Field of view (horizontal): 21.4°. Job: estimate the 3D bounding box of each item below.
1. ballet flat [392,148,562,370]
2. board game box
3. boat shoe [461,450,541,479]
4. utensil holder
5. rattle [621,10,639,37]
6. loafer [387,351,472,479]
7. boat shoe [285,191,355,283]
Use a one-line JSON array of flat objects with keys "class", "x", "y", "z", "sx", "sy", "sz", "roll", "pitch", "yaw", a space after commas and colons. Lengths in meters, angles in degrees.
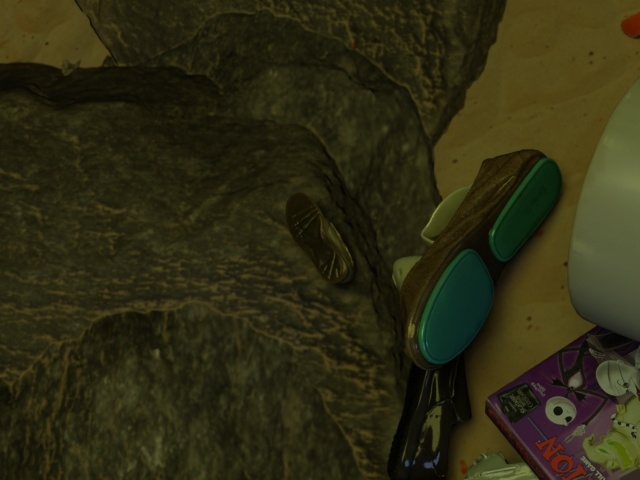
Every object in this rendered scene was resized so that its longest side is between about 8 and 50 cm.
[{"class": "ballet flat", "x": 0.161, "y": 0.016, "z": 2.005, "sx": 0.124, "sy": 0.116, "sz": 0.342, "roll": 7, "pitch": 51, "yaw": 40}, {"class": "board game box", "x": 0.368, "y": 0.257, "z": 1.882, "sx": 0.208, "sy": 0.056, "sz": 0.347, "roll": -34, "pitch": 63, "yaw": -11}, {"class": "boat shoe", "x": 0.212, "y": 0.285, "z": 1.956, "sx": 0.228, "sy": 0.079, "sz": 0.081, "roll": -8, "pitch": 63, "yaw": 12}, {"class": "utensil holder", "x": 0.500, "y": 0.003, "z": 1.801, "sx": 0.386, "sy": 0.327, "sz": 0.327, "roll": 19, "pitch": 80, "yaw": 26}, {"class": "rattle", "x": 0.456, "y": -0.304, "z": 2.026, "sx": 0.200, "sy": 0.143, "sz": 0.130, "roll": -15, "pitch": 86, "yaw": 9}, {"class": "loafer", "x": 0.143, "y": 0.192, "z": 2.018, "sx": 0.078, "sy": 0.080, "sz": 0.220, "roll": 20, "pitch": 77, "yaw": -8}, {"class": "boat shoe", "x": 0.000, "y": 0.000, "z": 2.143, "sx": 0.050, "sy": 0.045, "sz": 0.135, "roll": -34, "pitch": 68, "yaw": 16}]
